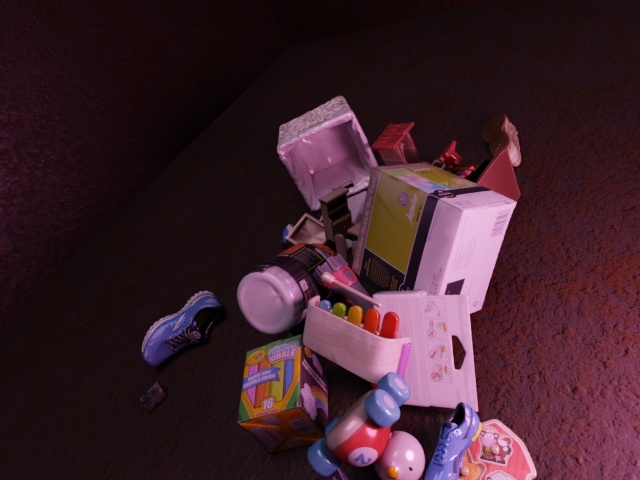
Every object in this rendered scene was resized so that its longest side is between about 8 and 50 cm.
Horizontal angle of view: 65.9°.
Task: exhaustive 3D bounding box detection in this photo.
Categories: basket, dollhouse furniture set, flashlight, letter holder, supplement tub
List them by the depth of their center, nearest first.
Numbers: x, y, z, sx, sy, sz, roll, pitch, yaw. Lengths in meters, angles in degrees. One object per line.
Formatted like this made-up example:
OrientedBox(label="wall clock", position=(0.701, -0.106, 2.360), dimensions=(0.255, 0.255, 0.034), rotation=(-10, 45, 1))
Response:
OrientedBox(label="flashlight", position=(0.104, 0.182, 1.390), dimensions=(0.103, 0.103, 0.304), rotation=(-38, 75, 3))
OrientedBox(label="letter holder", position=(0.460, -0.124, 1.512), dimensions=(0.152, 0.214, 0.302), rotation=(13, 55, 44))
OrientedBox(label="supplement tub", position=(-0.082, 0.132, 1.524), dimensions=(0.207, 0.207, 0.338), rotation=(-6, 13, 31))
OrientedBox(label="dollhouse furniture set", position=(0.123, -0.059, 1.619), dimensions=(0.212, 0.160, 0.242), rotation=(-32, 37, -33))
OrientedBox(label="dollhouse furniture set", position=(0.395, -0.305, 1.787), dimensions=(0.374, 0.201, 0.152), rotation=(11, 53, 44))
OrientedBox(label="basket", position=(0.027, -0.362, 2.014), dimensions=(0.328, 0.331, 0.266), rotation=(-25, 34, 8))

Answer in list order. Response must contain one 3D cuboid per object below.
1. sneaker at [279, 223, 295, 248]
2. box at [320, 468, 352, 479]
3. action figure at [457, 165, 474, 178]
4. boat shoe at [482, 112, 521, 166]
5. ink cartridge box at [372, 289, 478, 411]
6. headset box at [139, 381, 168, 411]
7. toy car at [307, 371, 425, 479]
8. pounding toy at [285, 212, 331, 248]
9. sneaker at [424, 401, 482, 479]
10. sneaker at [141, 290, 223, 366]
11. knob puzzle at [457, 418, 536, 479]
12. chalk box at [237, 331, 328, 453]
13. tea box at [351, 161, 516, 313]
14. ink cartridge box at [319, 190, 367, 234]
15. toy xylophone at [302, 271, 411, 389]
OrientedBox(label="sneaker", position=(-0.104, 0.014, 1.897), dimensions=(0.084, 0.058, 0.152), rotation=(-50, 55, 15))
OrientedBox(label="box", position=(0.009, 0.621, 1.044), dimensions=(0.207, 0.108, 0.153), rotation=(-35, 35, -5))
OrientedBox(label="action figure", position=(0.426, -0.194, 1.511), dimensions=(0.115, 0.030, 0.038), rotation=(-35, 8, 49))
OrientedBox(label="boat shoe", position=(0.657, -0.361, 1.779), dimensions=(0.105, 0.089, 0.285), rotation=(-39, 24, 37))
OrientedBox(label="ink cartridge box", position=(0.253, 0.258, 1.189), dimensions=(0.239, 0.275, 0.060), rotation=(-5, 2, 31))
OrientedBox(label="headset box", position=(-0.550, 0.515, 1.638), dimensions=(0.083, 0.032, 0.062), rotation=(-44, 38, -15))
OrientedBox(label="toy car", position=(0.142, 0.454, 1.057), dimensions=(0.219, 0.238, 0.210), rotation=(-47, -12, 18))
OrientedBox(label="pounding toy", position=(0.010, -0.004, 1.795), dimensions=(0.206, 0.094, 0.181), rotation=(33, 70, 12))
OrientedBox(label="sneaker", position=(0.270, 0.443, 1.058), dimensions=(0.209, 0.082, 0.069), rotation=(-49, 25, -27))
OrientedBox(label="sneaker", position=(-0.484, 0.318, 1.744), dimensions=(0.330, 0.129, 0.147), rotation=(-44, 35, -17))
OrientedBox(label="knob puzzle", position=(0.353, 0.467, 1.046), dimensions=(0.213, 0.030, 0.213), rotation=(-20, 37, 16))
OrientedBox(label="chalk box", position=(-0.093, 0.387, 1.339), dimensions=(0.179, 0.180, 0.289), rotation=(-20, 36, 15))
OrientedBox(label="tea box", position=(0.284, -0.004, 1.323), dimensions=(0.220, 0.328, 0.323), rotation=(-11, 33, -36))
OrientedBox(label="ink cartridge box", position=(0.081, -0.084, 1.898), dimensions=(0.225, 0.056, 0.181), rotation=(-23, 32, 44))
OrientedBox(label="toy xylophone", position=(0.077, 0.217, 1.222), dimensions=(0.323, 0.236, 0.081), rotation=(30, 24, 36))
